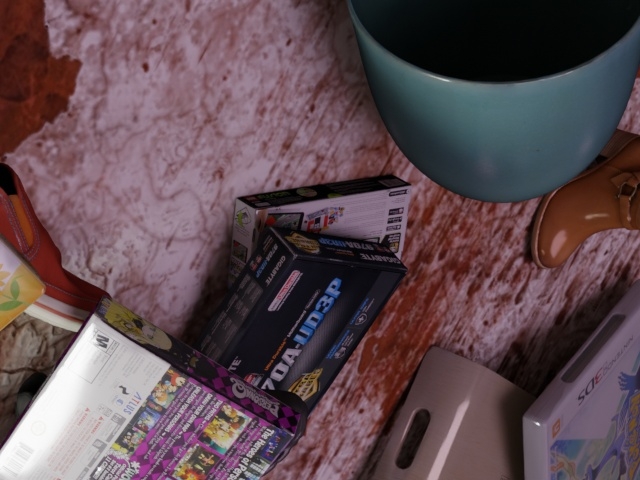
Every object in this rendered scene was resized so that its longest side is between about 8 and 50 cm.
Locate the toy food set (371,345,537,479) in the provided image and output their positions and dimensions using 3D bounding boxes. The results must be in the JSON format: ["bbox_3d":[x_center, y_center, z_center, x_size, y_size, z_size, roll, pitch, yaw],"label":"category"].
[{"bbox_3d":[0.185,0.278,2.145,0.306,0.092,0.220,32,78,-46],"label":"toy food set"}]

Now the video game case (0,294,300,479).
[{"bbox_3d":[-0.165,0.187,1.626,0.210,0.042,0.232,32,121,-8],"label":"video game case"}]

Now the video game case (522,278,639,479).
[{"bbox_3d":[0.339,0.258,2.211,0.300,0.036,0.329,-43,139,-40],"label":"video game case"}]

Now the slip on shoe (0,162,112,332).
[{"bbox_3d":[-0.286,-0.013,1.570,0.331,0.123,0.101,41,80,-39],"label":"slip on shoe"}]

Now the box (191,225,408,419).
[{"bbox_3d":[-0.033,0.091,1.830,0.175,0.051,0.220,9,122,-47],"label":"box"}]

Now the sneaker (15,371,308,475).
[{"bbox_3d":[-0.156,0.170,1.692,0.286,0.109,0.130,-8,121,5],"label":"sneaker"}]

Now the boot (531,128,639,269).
[{"bbox_3d":[0.340,-0.032,2.054,0.073,0.152,0.197,31,91,-45],"label":"boot"}]

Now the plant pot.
[{"bbox_3d":[0.178,-0.179,1.766,0.293,0.293,0.235,-36,146,-20],"label":"plant pot"}]

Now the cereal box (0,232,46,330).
[{"bbox_3d":[-0.361,0.012,1.443,0.173,0.047,0.240,-39,124,-1],"label":"cereal box"}]

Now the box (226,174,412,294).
[{"bbox_3d":[0.000,0.000,1.867,0.207,0.036,0.114,-9,117,-37],"label":"box"}]
